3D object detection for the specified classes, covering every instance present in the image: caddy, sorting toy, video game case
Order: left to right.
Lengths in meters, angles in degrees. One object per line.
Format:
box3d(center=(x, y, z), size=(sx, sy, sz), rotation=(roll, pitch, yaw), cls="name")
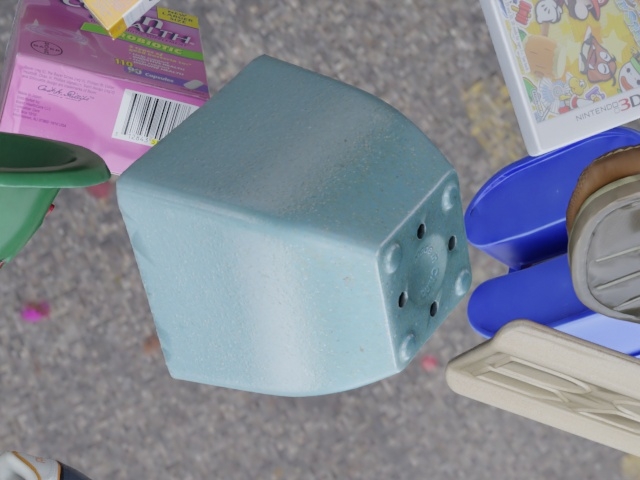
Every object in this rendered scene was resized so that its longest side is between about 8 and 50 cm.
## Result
box3d(center=(0.265, -0.223, 1.568), size=(0.206, 0.227, 0.026), rotation=(-20, -176, -25), cls="video game case")
box3d(center=(0.322, 0.016, 1.755), size=(0.179, 0.241, 0.341), rotation=(21, 149, -39), cls="caddy")
box3d(center=(0.266, 0.134, 1.255), size=(0.307, 0.041, 0.229), rotation=(19, 165, -2), cls="sorting toy")

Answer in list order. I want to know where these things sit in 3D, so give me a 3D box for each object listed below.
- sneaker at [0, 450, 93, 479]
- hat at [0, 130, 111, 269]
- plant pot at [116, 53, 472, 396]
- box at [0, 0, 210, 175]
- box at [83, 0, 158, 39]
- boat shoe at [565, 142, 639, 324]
box3d(center=(-0.299, 0.337, 1.356), size=(0.127, 0.321, 0.126), rotation=(34, 148, -18), cls="sneaker")
box3d(center=(-0.215, 0.039, 0.805), size=(0.208, 0.173, 0.184), rotation=(-7, 107, -58), cls="hat")
box3d(center=(0.000, 0.000, 1.474), size=(0.248, 0.252, 0.247), rotation=(-46, 137, -38), cls="plant pot")
box3d(center=(-0.247, -0.184, 1.748), size=(0.213, 0.243, 0.117), rotation=(13, 117, -15), cls="box")
box3d(center=(-0.090, -0.183, 0.975), size=(0.136, 0.028, 0.081), rotation=(-43, -175, -2), cls="box")
box3d(center=(0.229, -0.006, 1.034), size=(0.110, 0.105, 0.307), rotation=(-17, 154, 18), cls="boat shoe")
